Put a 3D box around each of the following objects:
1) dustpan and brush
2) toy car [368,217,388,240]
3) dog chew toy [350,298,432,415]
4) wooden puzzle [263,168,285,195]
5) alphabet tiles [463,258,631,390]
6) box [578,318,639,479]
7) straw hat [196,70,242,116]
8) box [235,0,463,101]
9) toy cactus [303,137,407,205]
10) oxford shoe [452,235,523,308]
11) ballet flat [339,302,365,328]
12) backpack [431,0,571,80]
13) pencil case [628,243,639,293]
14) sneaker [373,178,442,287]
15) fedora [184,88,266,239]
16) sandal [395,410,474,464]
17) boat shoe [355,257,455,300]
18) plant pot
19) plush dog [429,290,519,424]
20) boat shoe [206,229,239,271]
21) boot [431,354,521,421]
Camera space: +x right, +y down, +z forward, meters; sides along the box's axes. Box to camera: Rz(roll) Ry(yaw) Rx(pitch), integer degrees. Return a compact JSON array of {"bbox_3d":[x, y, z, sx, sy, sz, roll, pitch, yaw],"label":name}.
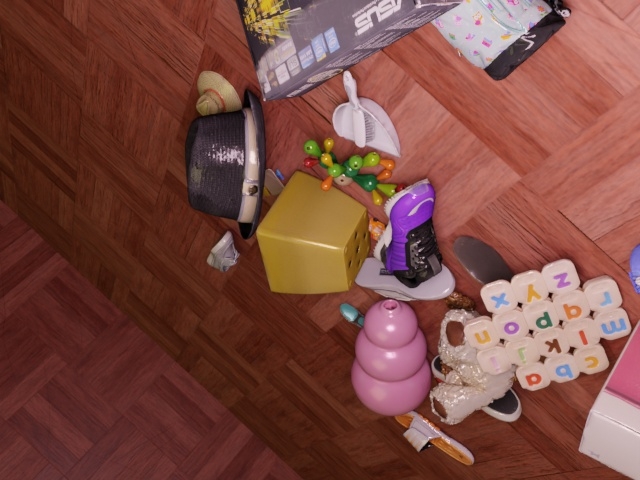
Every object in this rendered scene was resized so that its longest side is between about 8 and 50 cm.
[{"bbox_3d":[0.074,-0.241,1.305,0.147,0.060,0.211,24,144,29],"label":"dustpan and brush"},{"bbox_3d":[0.137,-0.037,1.506,0.060,0.040,0.122,40,150,5],"label":"toy car"},{"bbox_3d":[0.176,0.280,1.713,0.206,0.206,0.332,23,135,30],"label":"dog chew toy"},{"bbox_3d":[-0.119,-0.144,1.696,0.116,0.014,0.078,-5,130,52],"label":"wooden puzzle"},{"bbox_3d":[0.420,0.162,1.290,0.284,0.021,0.278,-22,118,17],"label":"alphabet tiles"},{"bbox_3d":[0.568,0.279,1.210,0.127,0.232,0.149,24,145,30],"label":"box"},{"bbox_3d":[-0.252,-0.313,1.592,0.144,0.061,0.144,30,147,22],"label":"straw hat"},{"bbox_3d":[0.003,-0.420,1.027,0.395,0.097,0.318,-13,95,54],"label":"box"},{"bbox_3d":[0.058,-0.132,1.414,0.219,0.112,0.180,16,174,-9],"label":"toy cactus"},{"bbox_3d":[0.343,0.077,1.383,0.212,0.076,0.076,42,162,4],"label":"oxford shoe"},{"bbox_3d":[0.099,0.212,1.861,0.114,0.041,0.041,35,148,15],"label":"ballet flat"},{"bbox_3d":[0.233,-0.325,0.969,0.182,0.115,0.152,47,152,-1],"label":"backpack"},{"bbox_3d":[0.578,0.016,0.978,0.306,0.133,0.119,-40,67,58],"label":"pencil case"},{"bbox_3d":[0.198,0.001,1.383,0.146,0.102,0.293,56,161,24],"label":"sneaker"},{"bbox_3d":[-0.215,-0.163,1.499,0.152,0.334,0.334,0,151,-14],"label":"fedora"},{"bbox_3d":[0.323,0.594,2.034,0.265,0.076,0.102,30,147,21],"label":"sandal"},{"bbox_3d":[0.197,0.095,1.556,0.267,0.096,0.088,-2,156,43],"label":"boat shoe"},{"bbox_3d":[0.000,0.000,1.565,0.187,0.212,0.212,14,140,21],"label":"plant pot"},{"bbox_3d":[0.329,0.234,1.487,0.225,0.210,0.262,-114,25,-63],"label":"plush dog"},{"bbox_3d":[-0.278,0.038,2.051,0.081,0.079,0.227,36,155,-2],"label":"boat shoe"},{"bbox_3d":[0.388,0.398,1.714,0.244,0.088,0.176,29,148,37],"label":"boot"}]
